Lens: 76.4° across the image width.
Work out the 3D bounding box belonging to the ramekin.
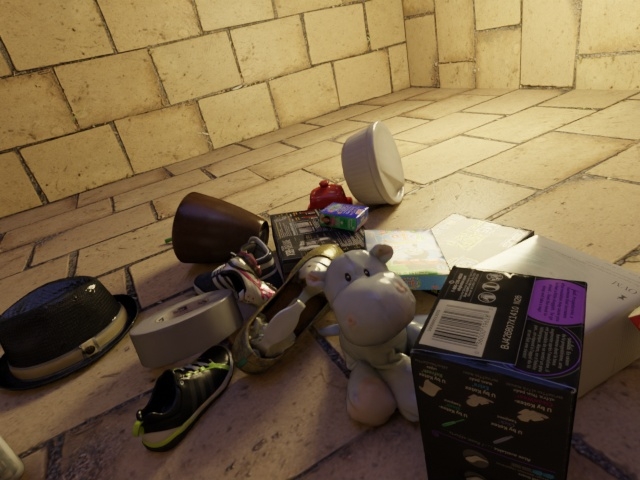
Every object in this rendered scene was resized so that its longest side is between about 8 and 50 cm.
[{"bbox_3d":[0.171,-0.241,1.336,0.127,0.273,0.273,-13,24,29],"label":"ramekin"}]

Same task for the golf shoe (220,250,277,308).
[{"bbox_3d":[-0.144,0.117,0.881,0.067,0.186,0.086,-28,12,46],"label":"golf shoe"}]

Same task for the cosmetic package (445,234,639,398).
[{"bbox_3d":[0.372,0.120,0.677,0.225,0.138,0.224,-23,28,-16],"label":"cosmetic package"}]

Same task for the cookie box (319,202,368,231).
[{"bbox_3d":[0.063,-0.065,1.089,0.107,0.040,0.092,10,27,25],"label":"cookie box"}]

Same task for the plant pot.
[{"bbox_3d":[-0.277,-0.021,1.199,0.230,0.215,0.215,9,31,9],"label":"plant pot"}]

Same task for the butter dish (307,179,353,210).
[{"bbox_3d":[0.022,-0.145,1.361,0.160,0.118,0.160,-10,26,8],"label":"butter dish"}]

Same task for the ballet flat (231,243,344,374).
[{"bbox_3d":[-0.039,0.121,0.822,0.123,0.123,0.348,13,49,41],"label":"ballet flat"}]

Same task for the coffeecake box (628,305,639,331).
[{"bbox_3d":[0.505,0.137,0.478,0.068,0.142,0.185,-25,74,-24],"label":"coffeecake box"}]

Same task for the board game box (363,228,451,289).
[{"bbox_3d":[0.177,0.035,0.871,0.160,0.039,0.211,-1,25,3],"label":"board game box"}]

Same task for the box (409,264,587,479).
[{"bbox_3d":[0.208,0.187,0.468,0.143,0.270,0.165,6,33,33],"label":"box"}]

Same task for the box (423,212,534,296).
[{"bbox_3d":[0.325,0.032,0.948,0.270,0.060,0.216,-29,31,-29],"label":"box"}]

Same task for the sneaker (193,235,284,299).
[{"bbox_3d":[-0.219,0.071,1.015,0.282,0.153,0.099,3,32,28],"label":"sneaker"}]

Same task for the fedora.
[{"bbox_3d":[-0.627,0.189,0.975,0.334,0.152,0.334,-11,27,5],"label":"fedora"}]

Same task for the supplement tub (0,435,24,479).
[{"bbox_3d":[-0.626,0.381,0.561,0.193,0.193,0.316,9,35,36],"label":"supplement tub"}]

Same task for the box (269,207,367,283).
[{"bbox_3d":[0.000,0.000,1.099,0.242,0.076,0.307,-8,26,-10],"label":"box"}]

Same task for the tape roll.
[{"bbox_3d":[-0.277,0.177,0.853,0.219,0.072,0.219,-19,7,2],"label":"tape roll"}]

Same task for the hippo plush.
[{"bbox_3d":[0.113,0.121,0.678,0.234,0.236,0.294,-16,27,-6],"label":"hippo plush"}]

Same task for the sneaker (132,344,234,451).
[{"bbox_3d":[-0.235,0.257,0.726,0.084,0.097,0.234,-1,29,22],"label":"sneaker"}]

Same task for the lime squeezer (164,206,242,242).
[{"bbox_3d":[-0.408,-0.064,1.468,0.310,0.059,0.110,-28,31,-25],"label":"lime squeezer"}]
